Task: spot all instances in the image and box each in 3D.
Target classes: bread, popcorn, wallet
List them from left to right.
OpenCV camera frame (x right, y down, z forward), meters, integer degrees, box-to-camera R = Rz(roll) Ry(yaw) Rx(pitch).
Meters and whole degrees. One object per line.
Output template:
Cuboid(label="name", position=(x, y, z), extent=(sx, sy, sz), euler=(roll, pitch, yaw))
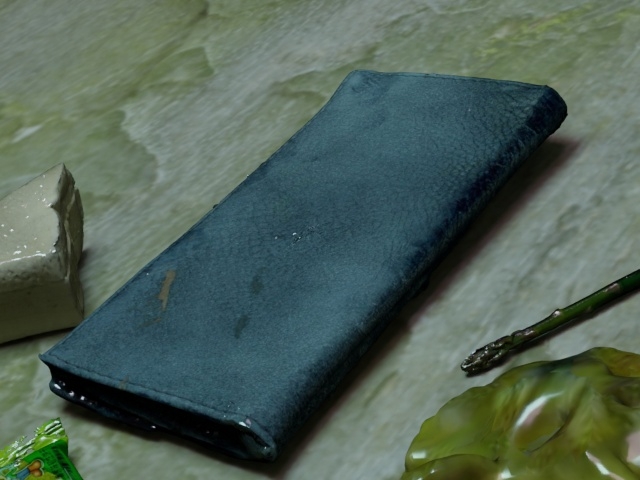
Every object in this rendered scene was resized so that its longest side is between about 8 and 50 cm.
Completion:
Cuboid(label="bread", position=(-0.234, 0.018, 1.267), extent=(0.152, 0.077, 0.105), euler=(-11, 38, -1))
Cuboid(label="wallet", position=(0.000, 0.000, 1.240), extent=(0.191, 0.046, 0.379), euler=(12, 43, 35))
Cuboid(label="popcorn", position=(0.131, 0.144, 0.877), extent=(0.189, 0.169, 0.218), euler=(-32, 27, -35))

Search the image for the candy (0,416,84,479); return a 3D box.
Cuboid(label="candy", position=(-0.163, 0.173, 1.058), extent=(0.102, 0.032, 0.178), euler=(-24, 35, -15))

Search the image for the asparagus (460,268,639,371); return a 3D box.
Cuboid(label="asparagus", position=(0.156, 0.043, 1.149), extent=(0.166, 0.016, 0.013), euler=(-25, 69, -18))
